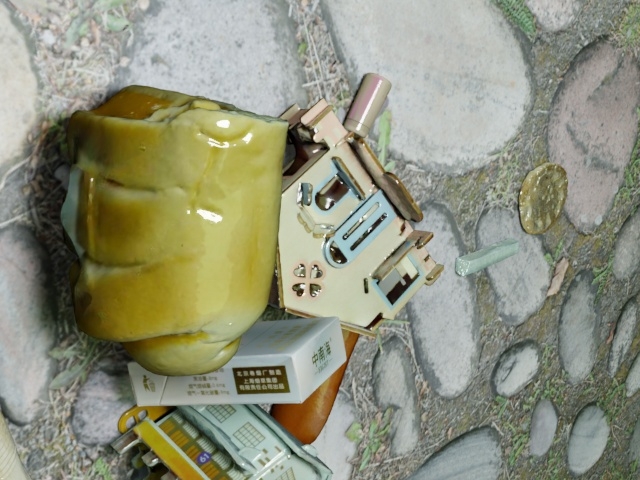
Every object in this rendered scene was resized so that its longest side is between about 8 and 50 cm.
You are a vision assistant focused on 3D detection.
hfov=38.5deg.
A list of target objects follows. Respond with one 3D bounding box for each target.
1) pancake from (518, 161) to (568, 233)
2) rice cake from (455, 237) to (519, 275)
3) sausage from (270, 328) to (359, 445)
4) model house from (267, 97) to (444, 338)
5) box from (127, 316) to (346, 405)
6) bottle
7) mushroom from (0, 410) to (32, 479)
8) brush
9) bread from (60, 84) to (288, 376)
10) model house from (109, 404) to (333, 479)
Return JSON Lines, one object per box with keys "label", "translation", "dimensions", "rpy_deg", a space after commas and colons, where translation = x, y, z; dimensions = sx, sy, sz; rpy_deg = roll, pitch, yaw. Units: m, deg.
{"label": "pancake", "translation": [0.438, -0.084, 1.807], "dimensions": [0.152, 0.025, 0.151], "rpy_deg": [-17, 117, -38]}
{"label": "rice cake", "translation": [0.317, 0.029, 1.730], "dimensions": [0.171, 0.029, 0.033], "rpy_deg": [-18, 122, -37]}
{"label": "sausage", "translation": [0.001, 0.182, 1.445], "dimensions": [0.083, 0.089, 0.300], "rpy_deg": [18, 92, -38]}
{"label": "model house", "translation": [0.000, 0.000, 1.286], "dimensions": [0.244, 0.169, 0.326], "rpy_deg": [-42, 113, -16]}
{"label": "box", "translation": [-0.107, 0.157, 1.193], "dimensions": [0.155, 0.243, 0.067], "rpy_deg": [-28, 110, -65]}
{"label": "bottle", "translation": [0.072, -0.206, 1.407], "dimensions": [0.045, 0.045, 0.096], "rpy_deg": [27, 86, -45]}
{"label": "mushroom", "translation": [-0.388, 0.307, 1.123], "dimensions": [0.123, 0.095, 0.351], "rpy_deg": [-55, 138, -39]}
{"label": "brush", "translation": [-0.179, 0.199, 1.335], "dimensions": [0.272, 0.013, 0.103], "rpy_deg": [-32, 124, -30]}
{"label": "bread", "translation": [-0.194, -0.007, 1.056], "dimensions": [0.210, 0.300, 0.341], "rpy_deg": [-4, 110, -36]}
{"label": "model house", "translation": [-0.133, 0.322, 1.265], "dimensions": [0.215, 0.224, 0.198], "rpy_deg": [-35, 133, -24]}
